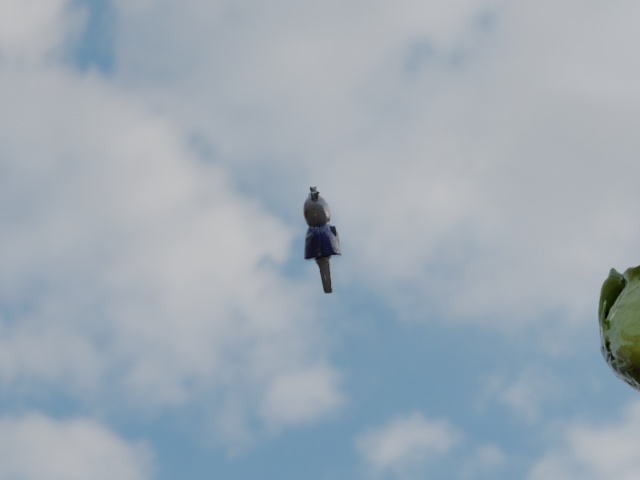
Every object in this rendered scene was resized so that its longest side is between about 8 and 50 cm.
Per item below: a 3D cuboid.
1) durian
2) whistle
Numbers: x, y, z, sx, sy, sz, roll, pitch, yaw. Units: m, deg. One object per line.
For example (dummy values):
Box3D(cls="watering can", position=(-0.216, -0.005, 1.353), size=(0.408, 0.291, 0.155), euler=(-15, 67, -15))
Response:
Box3D(cls="durian", position=(0.346, 0.089, 1.608), size=(0.101, 0.139, 0.250), euler=(36, -17, -25))
Box3D(cls="whistle", position=(0.000, 0.000, 1.283), size=(0.029, 0.083, 0.033), euler=(-8, -7, -1))
